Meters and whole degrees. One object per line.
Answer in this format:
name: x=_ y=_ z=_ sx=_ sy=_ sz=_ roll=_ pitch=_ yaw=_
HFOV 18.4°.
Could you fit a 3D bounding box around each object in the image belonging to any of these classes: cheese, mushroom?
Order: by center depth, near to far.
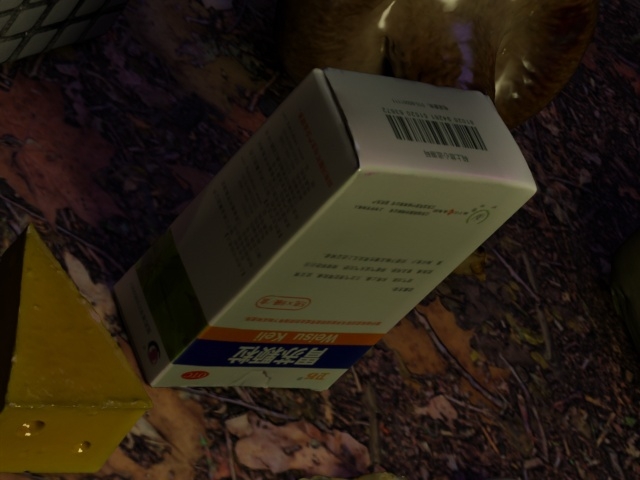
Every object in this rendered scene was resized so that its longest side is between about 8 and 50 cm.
cheese: x=-0.220 y=0.079 z=1.471 sx=0.126 sy=0.093 sz=0.171 roll=6 pitch=50 yaw=-39
mushroom: x=0.111 y=-0.206 z=1.930 sx=0.331 sy=0.334 sz=0.356 roll=33 pitch=26 yaw=-16

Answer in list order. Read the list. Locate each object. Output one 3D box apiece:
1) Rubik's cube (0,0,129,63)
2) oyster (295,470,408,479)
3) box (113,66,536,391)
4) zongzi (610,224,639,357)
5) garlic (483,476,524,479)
Rubik's cube: x=-0.270 y=-0.309 z=1.695 sx=0.237 sy=0.238 sz=0.237 roll=51 pitch=36 yaw=12
oyster: x=0.111 y=0.266 z=1.616 sx=0.294 sy=0.094 sz=0.166 roll=28 pitch=49 yaw=10
box: x=0.000 y=0.000 z=1.593 sx=0.200 sy=0.299 sz=0.106 roll=5 pitch=50 yaw=-43
zongzi: x=0.501 y=0.122 z=2.090 sx=0.393 sy=0.174 sz=0.356 roll=5 pitch=47 yaw=-44
garlic: x=0.158 y=0.245 z=1.700 sx=0.113 sy=0.074 sz=0.094 roll=-32 pitch=88 yaw=-39
